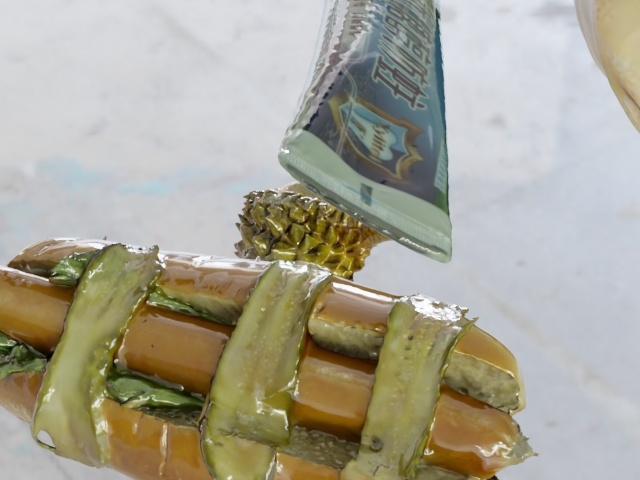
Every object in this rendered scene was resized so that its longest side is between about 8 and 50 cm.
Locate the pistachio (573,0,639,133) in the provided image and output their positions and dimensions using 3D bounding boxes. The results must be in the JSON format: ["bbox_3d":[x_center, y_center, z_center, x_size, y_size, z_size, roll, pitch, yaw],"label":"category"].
[{"bbox_3d":[0.320,-0.147,1.363,0.230,0.309,0.230,-36,38,35],"label":"pistachio"}]

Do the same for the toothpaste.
[{"bbox_3d":[0.032,-0.116,1.029,0.099,0.061,0.392,29,29,-14],"label":"toothpaste"}]

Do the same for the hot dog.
[{"bbox_3d":[-0.041,0.055,0.765,0.269,0.072,0.109,14,65,15],"label":"hot dog"}]

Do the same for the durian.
[{"bbox_3d":[-0.005,-0.011,1.813,0.224,0.078,0.140,-9,57,35],"label":"durian"}]
